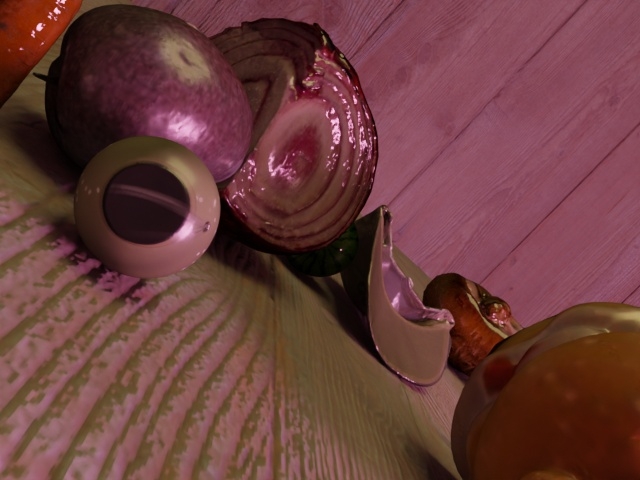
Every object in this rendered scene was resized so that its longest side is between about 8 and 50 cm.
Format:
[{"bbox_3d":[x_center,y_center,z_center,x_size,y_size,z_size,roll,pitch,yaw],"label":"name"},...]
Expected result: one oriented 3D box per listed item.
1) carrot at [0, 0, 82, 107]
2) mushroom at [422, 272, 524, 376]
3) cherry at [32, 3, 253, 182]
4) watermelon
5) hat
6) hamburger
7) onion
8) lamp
[{"bbox_3d":[-0.184,-0.175,0.486,0.061,0.209,0.061,43,2,-2],"label":"carrot"},{"bbox_3d":[0.292,0.167,1.337,0.253,0.153,0.253,42,10,-9],"label":"mushroom"},{"bbox_3d":[-0.136,-0.110,0.572,0.176,0.139,0.176,13,4,-1],"label":"cherry"},{"bbox_3d":[-0.001,-0.002,0.926,0.109,0.109,0.109,43,7,-7],"label":"watermelon"},{"bbox_3d":[0.076,0.086,0.975,0.214,0.149,0.244,59,39,-14],"label":"hat"},{"bbox_3d":[0.250,0.189,0.576,0.276,0.276,0.237,44,5,4],"label":"hamburger"},{"bbox_3d":[-0.063,-0.098,0.768,0.206,0.216,0.207,28,-15,41],"label":"onion"},{"bbox_3d":[-0.118,-0.021,0.498,0.091,0.091,0.163,42,-7,-9],"label":"lamp"}]
